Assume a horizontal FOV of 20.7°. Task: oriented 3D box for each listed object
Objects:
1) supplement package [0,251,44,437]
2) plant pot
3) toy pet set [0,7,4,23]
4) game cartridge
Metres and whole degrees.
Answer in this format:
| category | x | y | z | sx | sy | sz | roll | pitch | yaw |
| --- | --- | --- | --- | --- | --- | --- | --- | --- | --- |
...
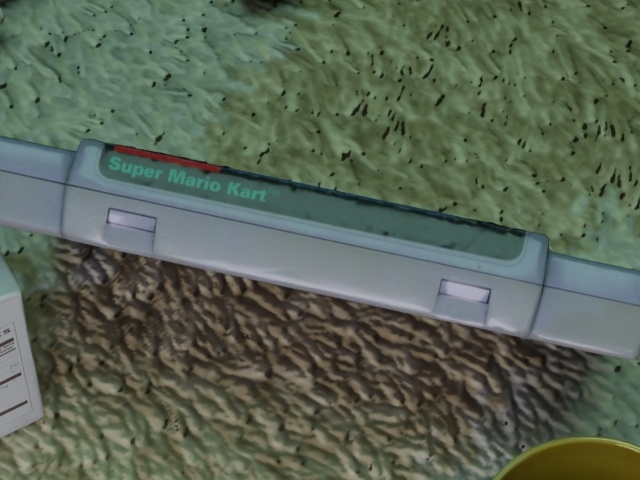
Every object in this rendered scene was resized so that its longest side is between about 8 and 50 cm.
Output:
| category | x | y | z | sx | sy | sz | roll | pitch | yaw |
| --- | --- | --- | --- | --- | --- | --- | --- | --- | --- |
| supplement package | -0.307 | 0.009 | 0.996 | 0.204 | 0.145 | 0.262 | -25 | 62 | -17 |
| plant pot | 0.141 | 0.185 | 0.932 | 0.134 | 0.095 | 0.134 | 2 | 57 | -2 |
| toy pet set | -0.252 | -0.183 | 1.170 | 0.114 | 0.065 | 0.122 | -42 | 90 | -17 |
| game cartridge | 0.000 | 0.000 | 0.974 | 0.355 | 0.230 | 0.068 | 12 | 86 | 4 |
